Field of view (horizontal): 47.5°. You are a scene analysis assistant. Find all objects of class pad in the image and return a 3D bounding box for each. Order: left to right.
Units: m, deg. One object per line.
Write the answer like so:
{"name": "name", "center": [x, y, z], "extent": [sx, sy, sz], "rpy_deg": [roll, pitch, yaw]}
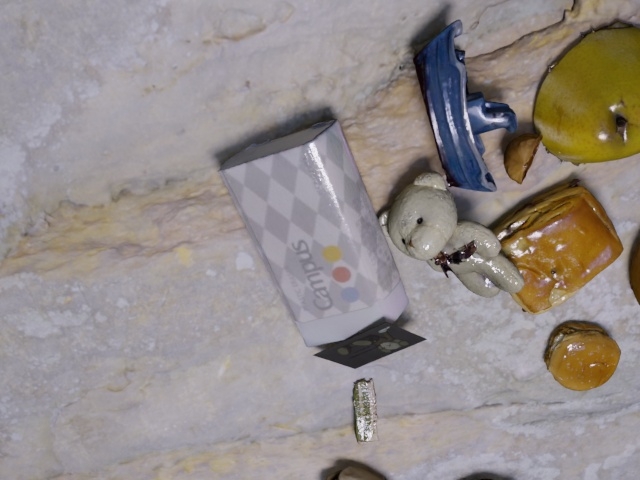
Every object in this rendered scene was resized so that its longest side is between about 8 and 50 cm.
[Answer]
{"name": "pad", "center": [0.094, 0.205, 1.399], "extent": [0.190, 0.004, 0.127], "rpy_deg": [-29, 142, 35]}

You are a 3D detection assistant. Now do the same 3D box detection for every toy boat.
{"name": "toy boat", "center": [0.253, -0.217, 1.228], "extent": [0.142, 0.129, 0.309], "rpy_deg": [-13, 116, 14]}

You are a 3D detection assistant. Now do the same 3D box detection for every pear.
{"name": "pear", "center": [0.517, -0.221, 1.241], "extent": [0.266, 0.178, 0.267], "rpy_deg": [-5, 119, -9]}

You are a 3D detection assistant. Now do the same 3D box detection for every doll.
{"name": "doll", "center": [0.238, 0.019, 1.305], "extent": [0.278, 0.149, 0.175], "rpy_deg": [36, 125, -11]}

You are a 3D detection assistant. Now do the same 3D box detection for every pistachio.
{"name": "pistachio", "center": [0.107, 0.576, 1.565], "extent": [0.137, 0.153, 0.238], "rpy_deg": [-34, 118, 30]}

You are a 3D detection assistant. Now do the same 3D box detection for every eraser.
{"name": "eraser", "center": [0.000, 0.000, 1.305], "extent": [0.213, 0.082, 0.397], "rpy_deg": [-15, 117, 17]}

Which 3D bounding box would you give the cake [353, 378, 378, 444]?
{"name": "cake", "center": [0.093, 0.354, 1.527], "extent": [0.051, 0.055, 0.140], "rpy_deg": [-4, 98, -5]}

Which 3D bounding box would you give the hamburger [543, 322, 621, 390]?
{"name": "hamburger", "center": [0.540, 0.243, 1.507], "extent": [0.147, 0.083, 0.138], "rpy_deg": [12, 117, -9]}

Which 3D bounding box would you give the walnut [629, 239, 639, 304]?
{"name": "walnut", "center": [0.676, 0.062, 1.420], "extent": [0.137, 0.137, 0.245], "rpy_deg": [-9, 125, -4]}

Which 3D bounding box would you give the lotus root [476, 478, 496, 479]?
{"name": "lotus root", "center": [0.337, 0.627, 1.623], "extent": [0.314, 0.141, 0.169], "rpy_deg": [-27, 113, 15]}

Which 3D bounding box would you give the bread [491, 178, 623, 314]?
{"name": "bread", "center": [0.444, 0.018, 1.379], "extent": [0.235, 0.099, 0.210], "rpy_deg": [-37, 114, 10]}

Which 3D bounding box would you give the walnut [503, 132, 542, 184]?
{"name": "walnut", "center": [0.352, -0.151, 1.291], "extent": [0.052, 0.121, 0.091], "rpy_deg": [22, 116, 17]}
